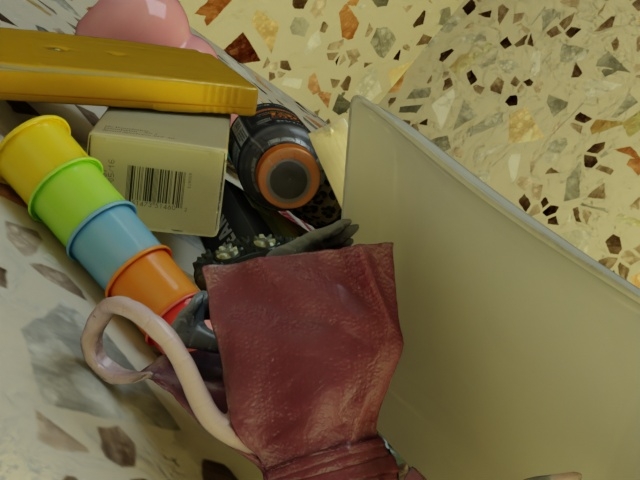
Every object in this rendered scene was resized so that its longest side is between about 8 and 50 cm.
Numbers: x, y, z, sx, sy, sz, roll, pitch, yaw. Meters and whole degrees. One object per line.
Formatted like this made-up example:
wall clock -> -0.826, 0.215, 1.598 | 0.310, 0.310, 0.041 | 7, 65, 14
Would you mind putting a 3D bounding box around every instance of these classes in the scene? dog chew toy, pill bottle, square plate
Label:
dog chew toy -> -0.278, -0.306, 1.584 | 0.332, 0.206, 0.206 | 45, 9, -18
pill bottle -> -0.064, -0.121, 1.298 | 0.130, 0.130, 0.245 | 36, 8, -20
square plate -> 0.132, 0.100, 0.697 | 0.049, 0.344, 0.347 | -23, 46, -28

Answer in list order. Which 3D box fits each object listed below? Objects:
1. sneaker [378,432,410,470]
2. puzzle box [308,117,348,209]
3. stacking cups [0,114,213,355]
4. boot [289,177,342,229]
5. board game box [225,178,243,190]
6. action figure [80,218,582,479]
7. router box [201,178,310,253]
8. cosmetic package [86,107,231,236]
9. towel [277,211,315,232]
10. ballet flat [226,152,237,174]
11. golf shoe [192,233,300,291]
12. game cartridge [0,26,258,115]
sneaker -> 0.063, 0.185, 0.967 | 0.111, 0.121, 0.300 | 30, 15, -40
puzzle box -> 0.102, 0.048, 1.162 | 0.272, 0.052, 0.408 | 12, 54, -84
stacking cups -> -0.196, 0.006, 0.875 | 0.316, 0.096, 0.096 | 43, 12, 17
boot -> 0.063, -0.039, 1.493 | 0.284, 0.138, 0.377 | 37, 7, -19
board game box -> -0.193, -0.090, 1.408 | 0.259, 0.039, 0.124 | 33, 13, -42
action figure -> 0.005, 0.173, 0.660 | 0.276, 0.248, 0.370 | -6, 65, -28
router box -> -0.033, 0.061, 1.230 | 0.243, 0.081, 0.309 | 32, 14, -35
cosmetic package -> -0.198, -0.113, 1.126 | 0.160, 0.113, 0.309 | 7, 20, -8
towel -> 0.000, 0.000, 1.597 | 0.237, 0.037, 0.329 | 46, 8, 15
ballet flat -> -0.201, -0.196, 1.754 | 0.206, 0.073, 0.067 | 50, -12, 31
golf shoe -> 0.001, 0.062, 0.922 | 0.273, 0.120, 0.105 | 2, 27, -15
game cartridge -> -0.277, -0.228, 1.183 | 0.324, 0.052, 0.285 | 3, 20, -23
